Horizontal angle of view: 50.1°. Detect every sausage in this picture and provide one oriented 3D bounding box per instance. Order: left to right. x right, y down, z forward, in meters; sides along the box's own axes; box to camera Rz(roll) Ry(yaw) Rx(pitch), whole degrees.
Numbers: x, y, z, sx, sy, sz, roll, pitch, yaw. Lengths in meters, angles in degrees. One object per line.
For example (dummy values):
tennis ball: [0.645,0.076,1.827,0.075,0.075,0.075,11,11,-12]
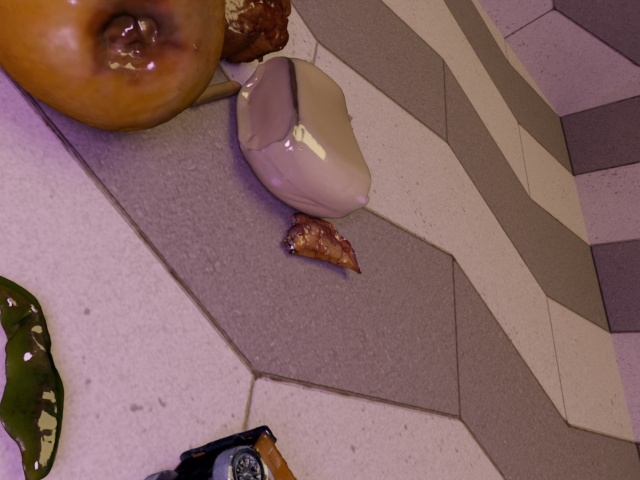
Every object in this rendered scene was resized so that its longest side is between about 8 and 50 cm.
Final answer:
sausage: [-0.157,-0.225,1.035,0.024,0.024,0.132,59,32,-6]

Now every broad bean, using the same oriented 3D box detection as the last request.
broad bean: [-0.263,0.114,0.609,0.061,0.046,0.195,-12,72,-46]

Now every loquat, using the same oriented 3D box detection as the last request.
loquat: [-0.238,-0.262,0.743,0.274,0.274,0.275,35,41,-37]

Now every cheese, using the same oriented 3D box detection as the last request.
cheese: [-0.018,-0.162,1.088,0.233,0.127,0.266,26,43,-43]

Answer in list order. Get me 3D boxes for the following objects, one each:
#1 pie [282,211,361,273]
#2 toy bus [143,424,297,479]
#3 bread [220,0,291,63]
pie: [0.000,0.000,1.086,0.169,0.034,0.092,15,51,-45]
toy bus: [-0.113,0.312,0.596,0.167,0.138,0.275,59,29,-9]
bread: [-0.144,-0.384,1.066,0.232,0.135,0.247,55,32,-13]
